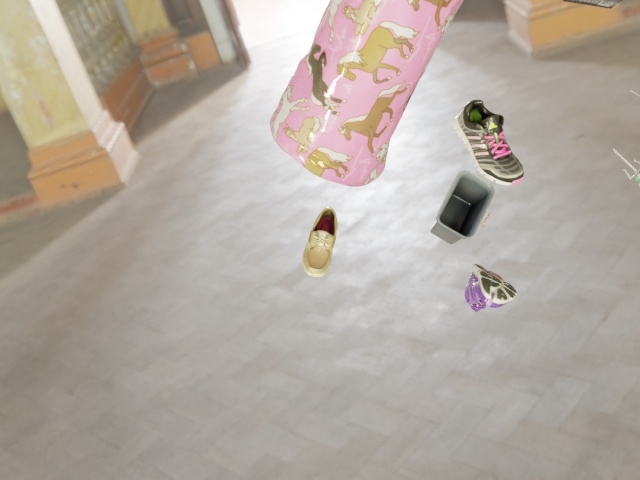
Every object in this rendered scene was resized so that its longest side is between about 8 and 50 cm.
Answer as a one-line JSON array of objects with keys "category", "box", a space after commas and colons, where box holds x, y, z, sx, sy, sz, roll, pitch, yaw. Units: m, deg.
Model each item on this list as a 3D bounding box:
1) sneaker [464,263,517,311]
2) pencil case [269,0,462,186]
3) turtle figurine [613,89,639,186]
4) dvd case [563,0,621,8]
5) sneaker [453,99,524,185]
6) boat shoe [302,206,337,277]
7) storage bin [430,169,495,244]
[{"category": "sneaker", "box": [0.273, 0.090, 1.319, 0.068, 0.071, 0.170, 26, 7, 1]}, {"category": "pencil case", "box": [0.075, -0.249, 0.893, 0.160, 0.386, 0.167, 1, 42, -33]}, {"category": "turtle figurine", "box": [0.635, -0.166, 1.436, 0.175, 0.234, 0.118, -55, 5, -8]}, {"category": "dvd case", "box": [0.564, -0.491, 1.437, 0.164, 0.018, 0.221, -7, -16, -39]}, {"category": "sneaker", "box": [0.279, -0.165, 1.316, 0.063, 0.075, 0.170, -19, 60, -17]}, {"category": "boat shoe", "box": [0.000, 0.000, 1.315, 0.050, 0.045, 0.135, 10, 47, 0]}, {"category": "storage bin", "box": [0.283, -0.056, 1.612, 0.135, 0.098, 0.091, -60, 1, -21]}]
